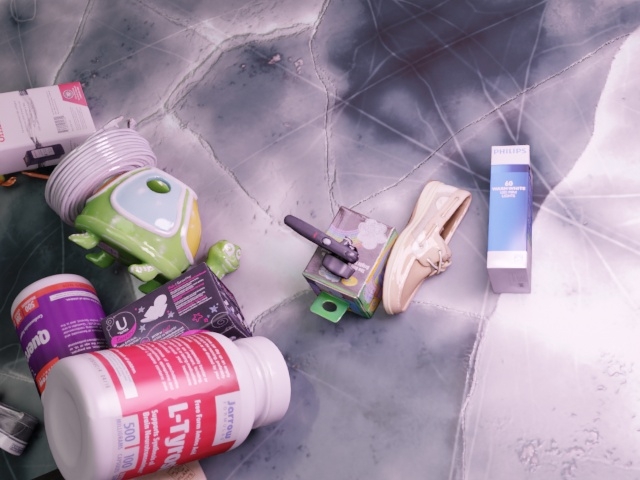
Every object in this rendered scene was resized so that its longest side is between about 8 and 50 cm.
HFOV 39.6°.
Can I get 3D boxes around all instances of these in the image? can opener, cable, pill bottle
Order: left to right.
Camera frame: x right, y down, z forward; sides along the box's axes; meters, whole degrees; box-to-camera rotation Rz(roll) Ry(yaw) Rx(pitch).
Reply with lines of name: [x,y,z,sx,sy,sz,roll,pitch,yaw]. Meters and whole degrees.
pill bottle: [-0.508,0.239,1.832,0.181,0.181,0.323,-31,61,0]
cable: [-0.479,-0.135,1.963,0.257,0.257,0.089,-38,73,-12]
pill bottle: [-0.268,0.291,1.611,0.407,0.229,0.229,-7,53,-37]
can opener: [0.000,0.000,1.715,0.186,0.059,0.073,35,80,26]

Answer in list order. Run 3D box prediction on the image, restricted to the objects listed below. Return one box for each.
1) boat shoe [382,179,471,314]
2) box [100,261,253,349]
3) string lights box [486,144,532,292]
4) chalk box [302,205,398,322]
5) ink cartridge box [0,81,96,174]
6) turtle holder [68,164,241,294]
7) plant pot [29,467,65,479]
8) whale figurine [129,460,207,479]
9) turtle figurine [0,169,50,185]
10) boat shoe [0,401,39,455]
boat shoe: [0.212,0.017,1.771,0.098,0.109,0.302,17,66,24]
box: [-0.288,0.184,1.804,0.247,0.163,0.142,-29,58,1]
string lights box: [0.373,-0.041,1.732,0.076,0.133,0.260,-1,65,17]
chalk box: [0.059,0.066,1.778,0.132,0.132,0.213,24,75,24]
ink cartridge box: [-0.669,-0.269,2.114,0.237,0.100,0.172,-13,59,-20]
turtle holder: [-0.345,-0.018,1.870,0.320,0.243,0.227,23,73,25]
plant pot: [-0.471,0.532,1.692,0.187,0.188,0.167,-24,50,5]
whale figurine: [-0.295,0.470,1.700,0.272,0.141,0.216,37,40,7]
turtle figurine: [-0.764,-0.214,2.175,0.269,0.087,0.217,3,61,3]
boat shoe: [-0.730,0.343,1.892,0.301,0.108,0.102,24,74,22]
